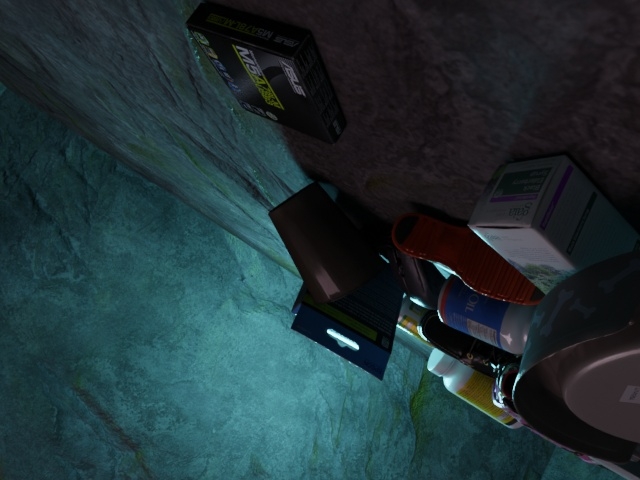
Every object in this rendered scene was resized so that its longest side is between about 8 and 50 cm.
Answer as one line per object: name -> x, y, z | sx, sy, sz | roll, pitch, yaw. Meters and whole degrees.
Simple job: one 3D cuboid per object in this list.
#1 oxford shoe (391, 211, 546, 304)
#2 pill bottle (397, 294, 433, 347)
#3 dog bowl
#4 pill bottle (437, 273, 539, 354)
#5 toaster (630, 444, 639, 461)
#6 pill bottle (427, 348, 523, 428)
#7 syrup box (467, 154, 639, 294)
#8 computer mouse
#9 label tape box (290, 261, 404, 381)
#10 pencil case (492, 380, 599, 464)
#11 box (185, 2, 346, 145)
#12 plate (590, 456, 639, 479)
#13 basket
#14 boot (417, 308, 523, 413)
oxford shoe -> 0.255, 0.024, 0.818 | 0.271, 0.097, 0.098 | 30, -170, 33
pill bottle -> 0.331, 0.252, 1.474 | 0.208, 0.118, 0.117 | 31, 169, 5
dog bowl -> 0.383, 0.133, 0.501 | 0.348, 0.102, 0.349 | 10, 141, 9
pill bottle -> 0.346, 0.140, 0.928 | 0.221, 0.124, 0.124 | 19, 163, 46
toaster -> 0.612, 0.353, 1.028 | 0.110, 0.168, 0.186 | 26, 168, 14
pill bottle -> 0.536, 0.457, 1.625 | 0.333, 0.188, 0.188 | 32, 169, 2
syrup box -> 0.295, 0.010, 0.570 | 0.236, 0.096, 0.093 | 37, 166, -21
computer mouse -> 0.200, 0.075, 1.089 | 0.272, 0.072, 0.188 | 46, 164, -24
label tape box -> 0.067, 0.170, 1.233 | 0.249, 0.348, 0.115 | 30, 135, -6
pencil case -> 0.707, 0.511, 1.454 | 0.386, 0.160, 0.167 | 33, 148, -7
box -> -0.069, -0.225, 0.678 | 0.184, 0.045, 0.191 | 30, 170, 25
plate -> 0.763, 0.514, 1.227 | 0.277, 0.045, 0.277 | 27, -155, 20
basket -> 0.000, 0.000, 1.061 | 0.204, 0.154, 0.227 | -27, 101, 43
boot -> 0.407, 0.273, 1.111 | 0.377, 0.138, 0.284 | 27, -173, 8
